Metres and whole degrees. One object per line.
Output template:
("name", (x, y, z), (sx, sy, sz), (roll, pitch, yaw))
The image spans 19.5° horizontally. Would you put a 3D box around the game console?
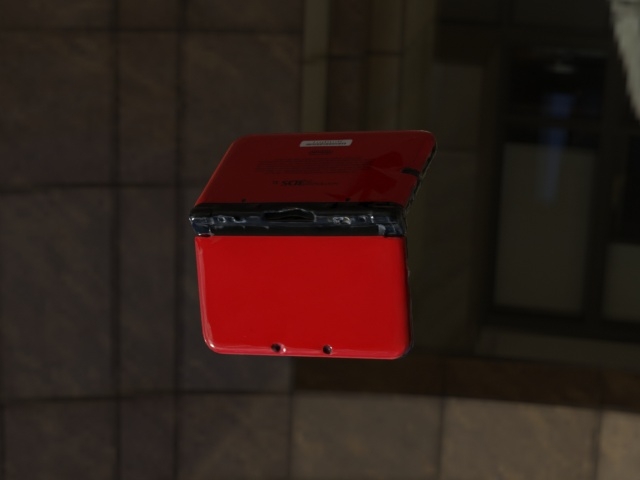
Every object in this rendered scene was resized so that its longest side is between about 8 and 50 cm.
("game console", (0.000, 0.000, 1.152), (0.144, 0.085, 0.124), (0, -139, 26))
